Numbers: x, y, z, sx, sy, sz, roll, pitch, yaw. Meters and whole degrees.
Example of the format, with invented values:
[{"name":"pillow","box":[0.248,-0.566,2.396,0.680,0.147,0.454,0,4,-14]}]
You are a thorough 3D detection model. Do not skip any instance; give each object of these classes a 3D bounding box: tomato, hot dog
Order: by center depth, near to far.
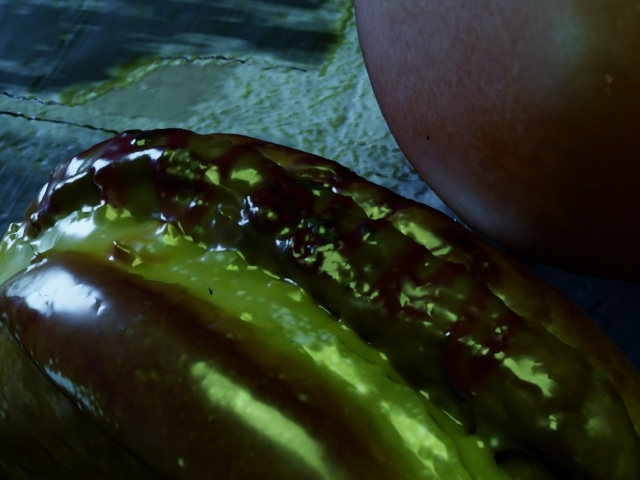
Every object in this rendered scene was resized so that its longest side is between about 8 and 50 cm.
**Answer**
[{"name":"hot dog","box":[-0.009,0.077,0.644,0.405,0.223,0.185,28,54,28]},{"name":"tomato","box":[0.163,-0.142,0.793,0.322,0.321,0.321,-1,44,1]}]

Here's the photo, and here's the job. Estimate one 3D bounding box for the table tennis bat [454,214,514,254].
[{"name":"table tennis bat","box":[0.098,-0.005,0.880,0.083,0.007,0.050,-26,50,-26]}]
